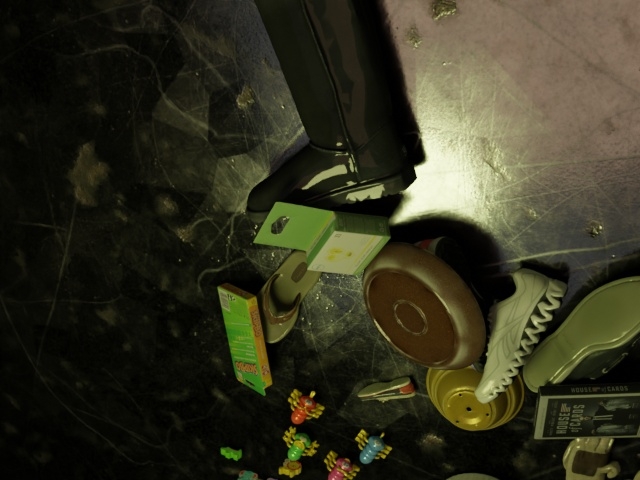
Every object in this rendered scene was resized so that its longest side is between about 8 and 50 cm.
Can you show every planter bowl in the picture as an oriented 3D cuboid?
[{"bbox_3d":[0.330,0.347,1.680,0.217,0.090,0.217,8,116,16],"label":"planter bowl"}]

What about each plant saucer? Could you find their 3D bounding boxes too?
[{"bbox_3d":[0.196,0.149,1.586,0.310,0.050,0.311,30,139,30],"label":"plant saucer"}]

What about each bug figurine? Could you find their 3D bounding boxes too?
[{"bbox_3d":[0.021,0.492,1.872,0.279,0.072,0.216,29,120,6],"label":"bug figurine"}]

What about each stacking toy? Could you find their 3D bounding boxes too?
[{"bbox_3d":[-0.157,0.633,2.018,0.221,0.052,0.167,11,115,18],"label":"stacking toy"}]

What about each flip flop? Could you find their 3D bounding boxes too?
[{"bbox_3d":[-0.084,0.131,1.736,0.112,0.080,0.277,36,124,2],"label":"flip flop"}]

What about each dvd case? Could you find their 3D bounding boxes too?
[{"bbox_3d":[0.560,0.348,1.564,0.238,0.029,0.179,-4,137,7],"label":"dvd case"}]

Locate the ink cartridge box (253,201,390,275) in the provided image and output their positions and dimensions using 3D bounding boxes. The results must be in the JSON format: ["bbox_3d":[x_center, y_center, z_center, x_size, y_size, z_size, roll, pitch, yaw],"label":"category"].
[{"bbox_3d":[0.000,0.000,1.550,0.235,0.056,0.171,6,149,-20],"label":"ink cartridge box"}]

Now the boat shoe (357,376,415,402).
[{"bbox_3d":[0.152,0.352,1.775,0.137,0.049,0.043,-18,108,21],"label":"boat shoe"}]

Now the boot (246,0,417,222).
[{"bbox_3d":[-0.043,-0.282,1.495,0.367,0.146,0.445,-14,111,17],"label":"boot"}]

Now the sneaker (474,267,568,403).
[{"bbox_3d":[0.382,0.192,1.557,0.118,0.110,0.292,30,94,15],"label":"sneaker"}]

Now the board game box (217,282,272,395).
[{"bbox_3d":[-0.177,0.235,1.817,0.124,0.039,0.259,18,121,48],"label":"board game box"}]

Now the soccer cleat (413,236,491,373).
[{"bbox_3d":[0.276,0.137,1.610,0.116,0.108,0.318,-8,116,47],"label":"soccer cleat"}]

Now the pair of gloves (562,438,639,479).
[{"bbox_3d":[0.648,0.509,1.666,0.240,0.042,0.204,6,112,16],"label":"pair of gloves"}]

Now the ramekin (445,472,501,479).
[{"bbox_3d":[0.365,0.667,1.793,0.273,0.127,0.273,8,117,16],"label":"ramekin"}]

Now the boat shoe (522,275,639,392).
[{"bbox_3d":[0.557,0.197,1.521,0.113,0.127,0.340,17,125,-32],"label":"boat shoe"}]
